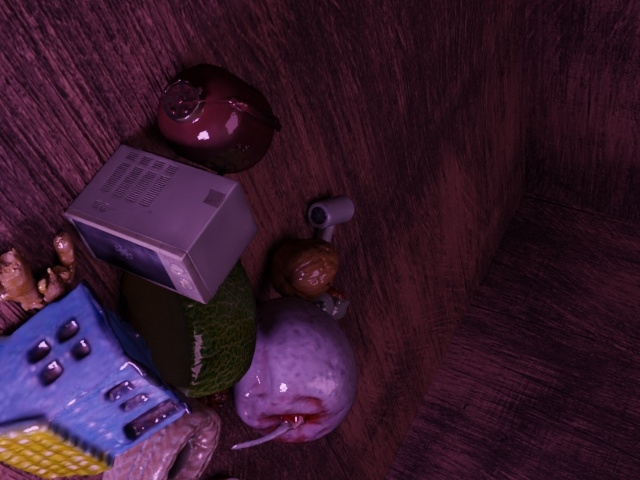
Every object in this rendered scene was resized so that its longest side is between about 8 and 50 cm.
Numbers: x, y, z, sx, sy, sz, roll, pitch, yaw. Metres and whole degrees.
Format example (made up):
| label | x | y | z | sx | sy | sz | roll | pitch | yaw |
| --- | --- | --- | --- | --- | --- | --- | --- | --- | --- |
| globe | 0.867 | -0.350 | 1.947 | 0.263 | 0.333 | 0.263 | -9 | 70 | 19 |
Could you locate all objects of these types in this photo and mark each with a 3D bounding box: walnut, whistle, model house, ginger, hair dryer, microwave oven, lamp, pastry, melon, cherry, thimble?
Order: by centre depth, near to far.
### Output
| label | x | y | z | sx | sy | sz | roll | pitch | yaw |
| --- | --- | --- | --- | --- | --- | --- | --- | --- | --- |
| ginger | -0.433 | 0.062 | 1.249 | 0.193 | 0.053 | 0.176 | -54 | 150 | -36 |
| model house | -0.399 | 0.242 | 1.284 | 0.303 | 0.215 | 0.237 | -33 | 147 | -5 |
| microwave oven | -0.249 | -0.033 | 1.333 | 0.194 | 0.241 | 0.145 | -56 | 151 | -29 |
| lamp | -0.172 | -0.210 | 1.441 | 0.258 | 0.180 | 0.180 | 17 | 92 | -65 |
| melon | -0.229 | 0.124 | 1.587 | 0.344 | 0.226 | 0.331 | -15 | 77 | -61 |
| thimble | -0.315 | 0.416 | 1.647 | 0.229 | 0.148 | 0.196 | -61 | 156 | -15 |
| pastry | -0.241 | 0.289 | 1.733 | 0.208 | 0.115 | 0.097 | 100 | 10 | -53 |
| cherry | -0.065 | 0.283 | 1.836 | 0.326 | 0.292 | 0.334 | 92 | -10 | -77 |
| walnut | -0.035 | 0.063 | 1.965 | 0.184 | 0.156 | 0.155 | -26 | 130 | -56 |
| hair dryer | 0.000 | 0.000 | 2.111 | 0.131 | 0.073 | 0.236 | -21 | 135 | -57 |
| whistle | 0.011 | 0.175 | 2.194 | 0.253 | 0.102 | 0.105 | 4 | 101 | -62 |

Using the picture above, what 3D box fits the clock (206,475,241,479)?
| label | x | y | z | sx | sy | sz | roll | pitch | yaw |
| --- | --- | --- | --- | --- | --- | --- | --- | --- | --- |
| clock | -0.279 | 0.733 | 2.026 | 0.318 | 0.080 | 0.318 | -46 | 146 | -43 |
